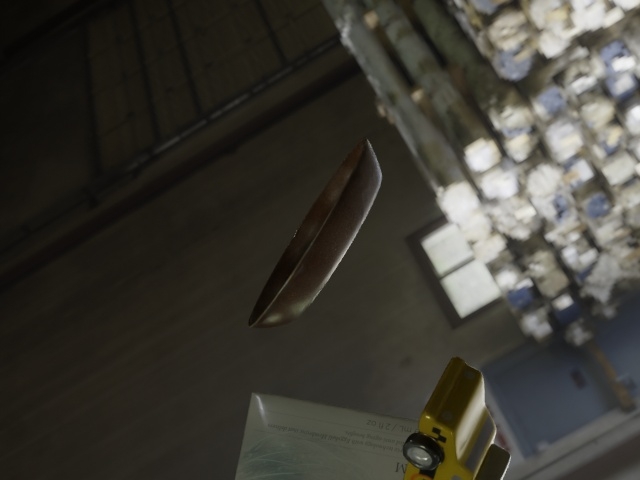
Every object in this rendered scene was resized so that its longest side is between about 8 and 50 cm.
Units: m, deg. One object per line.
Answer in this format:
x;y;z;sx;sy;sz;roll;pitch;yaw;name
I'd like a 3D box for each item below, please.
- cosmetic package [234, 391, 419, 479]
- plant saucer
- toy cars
0.026;0.297;1.228;0.138;0.224;0.225;34;-116;-67;cosmetic package
0.000;0.000;0.855;0.029;0.168;0.168;32;-169;-7;plant saucer
0.086;0.299;1.042;0.087;0.394;0.176;23;-176;16;toy cars
